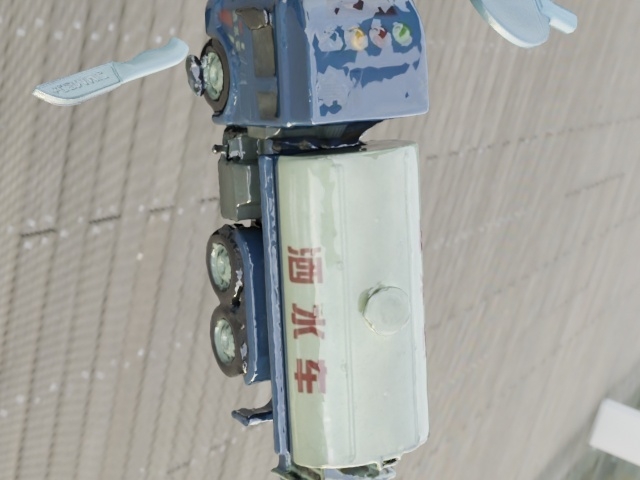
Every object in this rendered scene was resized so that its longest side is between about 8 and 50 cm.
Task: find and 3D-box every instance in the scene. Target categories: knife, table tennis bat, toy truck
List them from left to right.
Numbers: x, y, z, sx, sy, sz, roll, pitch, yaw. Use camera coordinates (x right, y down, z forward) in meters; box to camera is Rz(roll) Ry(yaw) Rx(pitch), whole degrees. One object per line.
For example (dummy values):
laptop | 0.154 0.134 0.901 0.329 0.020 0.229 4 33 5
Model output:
knife | -0.188 -0.156 1.010 0.028 0.015 0.210 60 37 -5
toy truck | 0.000 0.000 0.426 0.074 0.088 0.201 -8 102 -28
table tennis bat | 0.162 -0.198 0.887 0.155 0.019 0.100 7 60 -45
